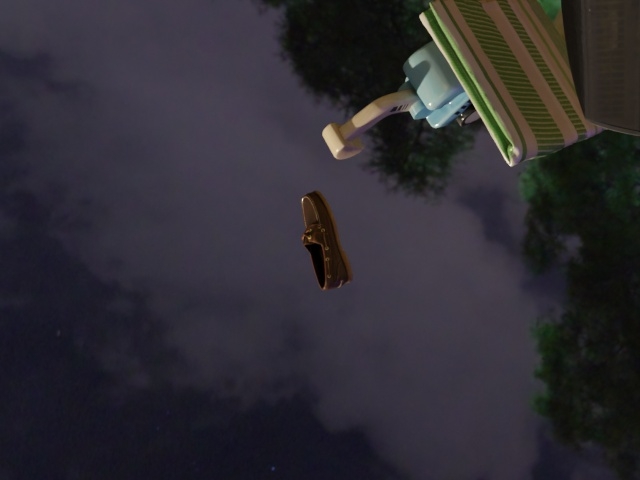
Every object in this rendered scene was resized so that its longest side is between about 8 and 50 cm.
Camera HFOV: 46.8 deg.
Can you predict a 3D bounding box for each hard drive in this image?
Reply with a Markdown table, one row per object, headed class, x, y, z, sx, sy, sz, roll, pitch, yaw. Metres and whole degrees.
| class | x | y | z | sx | sy | sz | roll | pitch | yaw |
| --- | --- | --- | --- | --- | --- | --- | --- | --- | --- |
| hard drive | 0.239 | -0.224 | 0.640 | 0.054 | 0.172 | 0.255 | -6 | -137 | 16 |

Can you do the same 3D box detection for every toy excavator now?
| class | x | y | z | sx | sy | sz | roll | pitch | yaw |
| --- | --- | --- | --- | --- | --- | --- | --- | --- | --- |
| toy excavator | 0.264 | -0.403 | 2.015 | 0.445 | 0.433 | 0.222 | -17 | -107 | -39 |

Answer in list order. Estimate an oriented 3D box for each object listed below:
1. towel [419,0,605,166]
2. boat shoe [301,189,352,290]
| class | x | y | z | sx | sy | sz | roll | pitch | yaw |
| --- | --- | --- | --- | --- | --- | --- | --- | --- | --- |
| towel | 0.286 | -0.236 | 1.040 | 0.324 | 0.038 | 0.248 | -23 | -99 | -48 |
| boat shoe | 0.000 | 0.000 | 1.519 | 0.073 | 0.073 | 0.207 | -18 | -98 | -25 |
